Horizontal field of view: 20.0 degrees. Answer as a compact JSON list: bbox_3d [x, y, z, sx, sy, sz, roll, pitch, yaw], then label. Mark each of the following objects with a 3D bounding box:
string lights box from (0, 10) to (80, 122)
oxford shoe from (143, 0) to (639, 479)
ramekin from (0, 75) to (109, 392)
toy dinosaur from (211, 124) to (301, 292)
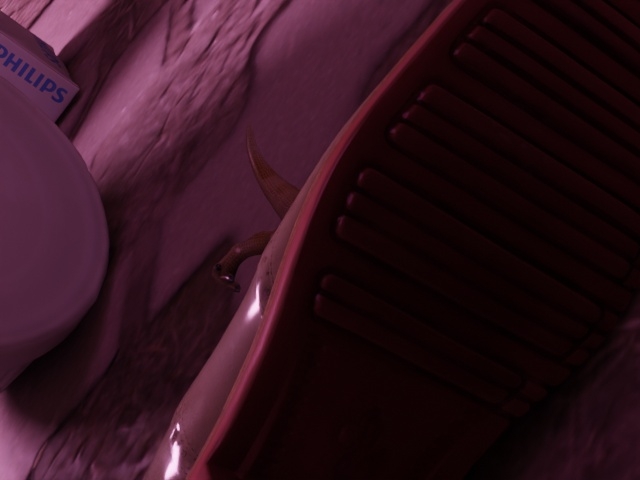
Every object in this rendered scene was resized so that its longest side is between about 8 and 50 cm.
[{"bbox_3d":[-0.293,-0.046,1.356,0.260,0.076,0.133,-53,24,5],"label":"string lights box"},{"bbox_3d":[0.013,0.030,0.664,0.348,0.123,0.130,-57,19,-7],"label":"oxford shoe"},{"bbox_3d":[-0.271,-0.001,1.054,0.127,0.273,0.273,-53,22,34],"label":"ramekin"},{"bbox_3d":[0.000,0.000,0.827,0.092,0.053,0.183,-45,29,-17],"label":"toy dinosaur"}]
